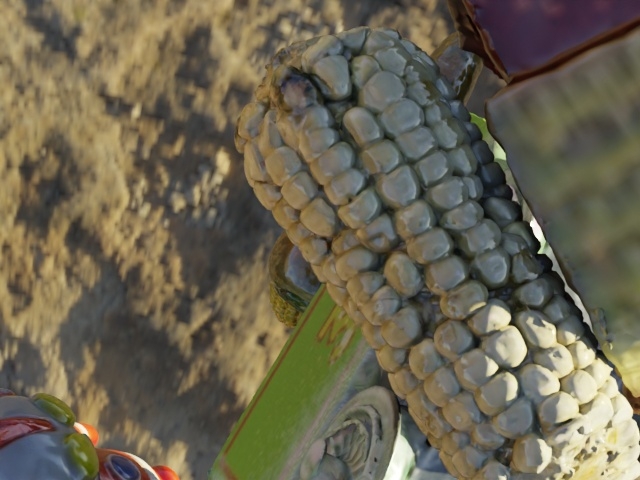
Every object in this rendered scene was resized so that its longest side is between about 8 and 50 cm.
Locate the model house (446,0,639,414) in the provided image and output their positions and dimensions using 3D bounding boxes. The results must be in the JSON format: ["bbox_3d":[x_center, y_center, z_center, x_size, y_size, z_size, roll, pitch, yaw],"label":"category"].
[{"bbox_3d":[0.165,-0.058,0.711,0.196,0.160,0.254,-25,51,9],"label":"model house"}]

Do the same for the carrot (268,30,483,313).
[{"bbox_3d":[0.059,-0.070,1.375,0.078,0.078,0.298,32,69,3],"label":"carrot"}]

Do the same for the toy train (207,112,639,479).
[{"bbox_3d":[0.080,0.083,0.990,0.173,0.249,0.307,30,94,-19],"label":"toy train"}]

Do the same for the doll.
[{"bbox_3d":[-0.221,0.215,1.661,0.105,0.336,0.200,-43,52,10],"label":"doll"}]

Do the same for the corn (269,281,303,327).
[{"bbox_3d":[0.000,0.000,1.616,0.067,0.206,0.067,9,42,-9],"label":"corn"}]

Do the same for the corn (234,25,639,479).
[{"bbox_3d":[0.046,0.016,0.670,0.087,0.087,0.211,-28,77,-20],"label":"corn"}]
